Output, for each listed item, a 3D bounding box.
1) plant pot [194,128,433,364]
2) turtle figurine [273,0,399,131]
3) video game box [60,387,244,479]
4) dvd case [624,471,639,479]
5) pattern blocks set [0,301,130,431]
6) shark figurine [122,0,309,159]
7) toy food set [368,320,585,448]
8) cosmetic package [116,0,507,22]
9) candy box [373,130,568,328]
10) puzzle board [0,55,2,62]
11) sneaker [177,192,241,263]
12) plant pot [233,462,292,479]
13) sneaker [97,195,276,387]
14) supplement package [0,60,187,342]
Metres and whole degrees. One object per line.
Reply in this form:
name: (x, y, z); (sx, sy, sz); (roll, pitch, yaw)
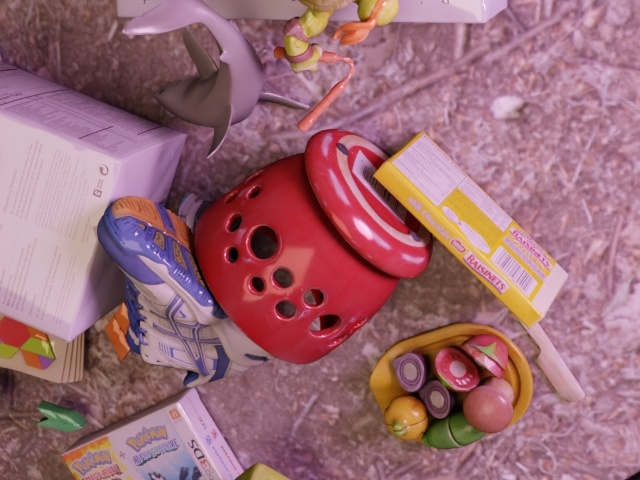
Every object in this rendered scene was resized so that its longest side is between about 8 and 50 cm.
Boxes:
plant pot: (0.000, 0.000, 1.182); (0.174, 0.191, 0.191); (-37, 92, 28)
turtle figurine: (-0.016, -0.238, 1.049); (0.217, 0.087, 0.269); (37, 121, 5)
video game box: (-0.188, 0.295, 1.460); (0.205, 0.048, 0.187); (-27, 95, 29)
dvd case: (0.406, 0.332, 1.228); (0.180, 0.022, 0.253); (-40, 90, 29)
pattern blocks set: (-0.348, 0.078, 1.430); (0.285, 0.026, 0.324); (2, 110, 12)
shark figurine: (-0.101, -0.142, 1.155); (0.166, 0.278, 0.116); (20, 74, 3)
toy food set: (0.144, 0.156, 1.246); (0.218, 0.071, 0.128); (-23, 99, 29)
cosmetic package: (-0.021, -0.349, 1.111); (0.377, 0.097, 0.284); (6, 110, 22)
candy box: (0.147, -0.013, 1.161); (0.206, 0.105, 0.027); (45, 120, 3)
puzzle board: (-0.397, -0.159, 1.397); (0.096, 0.011, 0.128); (1, 109, 25)
sneaker: (-0.115, 0.032, 1.320); (0.076, 0.065, 0.166); (6, 117, 12)
plant pot: (-0.069, 0.418, 1.328); (0.227, 0.228, 0.207); (37, 130, -20)
sneaker: (-0.152, 0.071, 1.216); (0.131, 0.112, 0.296); (-29, 139, 10)
supplement package: (-0.315, -0.056, 1.262); (0.263, 0.198, 0.199); (22, 107, 7)
